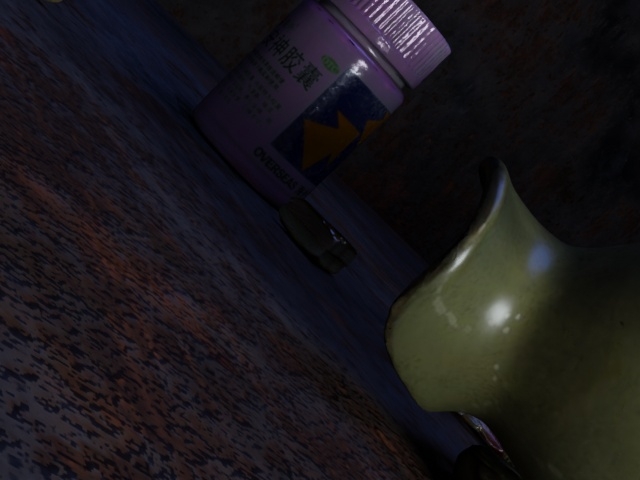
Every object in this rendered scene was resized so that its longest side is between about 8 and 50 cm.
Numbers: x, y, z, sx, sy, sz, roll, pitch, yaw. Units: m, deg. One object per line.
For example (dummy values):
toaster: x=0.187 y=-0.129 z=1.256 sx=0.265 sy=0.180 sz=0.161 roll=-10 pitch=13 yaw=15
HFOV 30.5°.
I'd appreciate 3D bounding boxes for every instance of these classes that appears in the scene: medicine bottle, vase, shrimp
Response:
medicine bottle: x=0.001 y=-0.193 z=1.445 sx=0.178 sy=0.290 sz=0.178 roll=46 pitch=6 yaw=-6
vase: x=0.210 y=0.118 z=0.885 sx=0.302 sy=0.241 sz=0.329 roll=26 pitch=-24 yaw=14
shrimp: x=0.175 y=0.194 z=1.282 sx=0.101 sy=0.042 sz=0.190 roll=6 pitch=36 yaw=-49

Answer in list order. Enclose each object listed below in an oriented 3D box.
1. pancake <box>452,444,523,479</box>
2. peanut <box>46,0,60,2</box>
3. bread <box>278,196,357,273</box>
pancake: x=0.205 y=0.270 z=0.867 sx=0.294 sy=0.049 sz=0.294 roll=44 pitch=2 yaw=-2
peanut: x=-0.284 y=-0.267 z=1.153 sx=0.083 sy=0.037 sz=0.037 roll=46 pitch=5 yaw=-20
bread: x=0.000 y=0.000 z=1.321 sx=0.109 sy=0.043 sz=0.062 roll=45 pitch=4 yaw=-20
